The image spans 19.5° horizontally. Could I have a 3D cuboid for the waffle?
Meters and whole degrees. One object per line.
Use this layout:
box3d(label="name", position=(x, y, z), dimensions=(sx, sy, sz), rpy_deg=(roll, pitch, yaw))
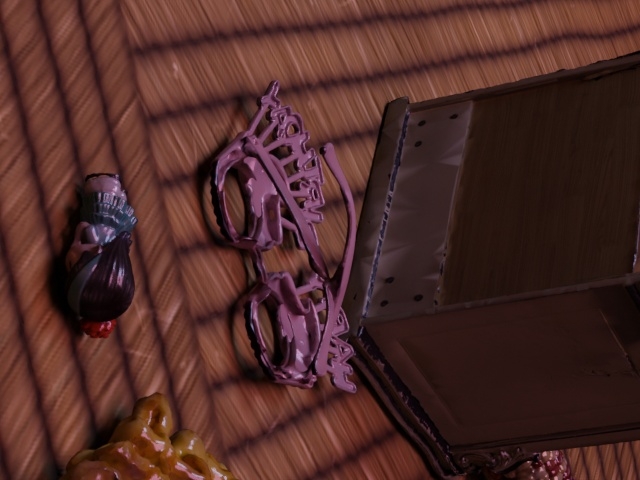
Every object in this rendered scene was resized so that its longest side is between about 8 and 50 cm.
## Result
box3d(label="waffle", position=(-0.068, 0.242, 1.186), dimensions=(0.309, 0.065, 0.283), rpy_deg=(63, 16, 16))

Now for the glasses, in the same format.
box3d(label="glasses", position=(-0.004, 0.000, 1.437), dimensions=(0.162, 0.095, 0.255), rpy_deg=(-20, 100, -71))

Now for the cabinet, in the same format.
box3d(label="cabinet", position=(0.224, 0.019, 1.612), dimensions=(0.227, 0.318, 0.290), rpy_deg=(55, 35, -39))

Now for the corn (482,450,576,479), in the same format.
box3d(label="corn", position=(0.213, 0.257, 1.754), dimensions=(0.253, 0.086, 0.086), rpy_deg=(62, 32, -29))

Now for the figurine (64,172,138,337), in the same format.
box3d(label="figurine", position=(-0.143, 0.008, 1.223), dimensions=(0.060, 0.047, 0.106), rpy_deg=(103, -9, -53))
